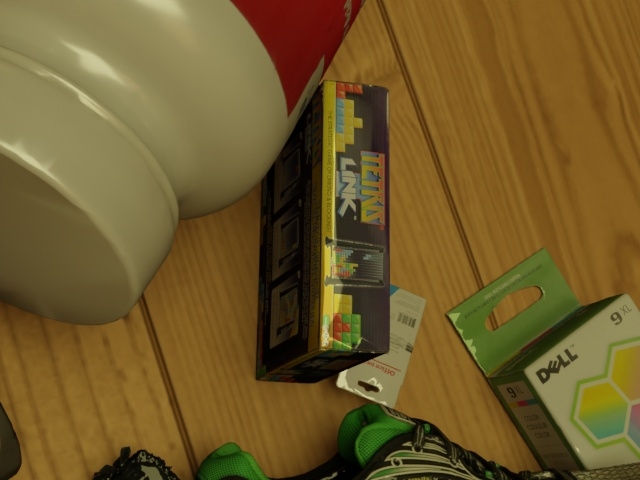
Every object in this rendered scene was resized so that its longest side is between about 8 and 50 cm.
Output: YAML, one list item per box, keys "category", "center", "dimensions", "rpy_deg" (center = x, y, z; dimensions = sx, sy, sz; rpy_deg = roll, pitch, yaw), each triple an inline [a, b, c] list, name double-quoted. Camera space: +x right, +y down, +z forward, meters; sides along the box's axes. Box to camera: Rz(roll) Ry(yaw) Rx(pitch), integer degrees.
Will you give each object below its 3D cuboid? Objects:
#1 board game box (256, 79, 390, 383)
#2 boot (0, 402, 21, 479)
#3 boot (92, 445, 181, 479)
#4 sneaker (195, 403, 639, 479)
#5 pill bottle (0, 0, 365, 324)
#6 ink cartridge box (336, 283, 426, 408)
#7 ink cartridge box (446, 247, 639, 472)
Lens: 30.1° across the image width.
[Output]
- category: "board game box"
  center: [0.000, 0.000, 0.777]
  dimensions: [0.048, 0.141, 0.170]
  rpy_deg: [6, 75, -19]
- category: "boot"
  center: [-0.376, 0.056, 0.627]
  dimensions: [0.284, 0.138, 0.377]
  rpy_deg: [-39, 98, -27]
- category: "boot"
  center: [-0.116, 0.198, 0.737]
  dimensions: [0.099, 0.045, 0.121]
  rpy_deg: [-36, 92, -30]
- category: "sneaker"
  center: [0.085, 0.171, 0.736]
  dimensions: [0.344, 0.134, 0.146]
  rpy_deg: [-5, 87, -11]
- category: "pill bottle"
  center: [-0.092, -0.163, 0.711]
  dimensions: [0.229, 0.229, 0.407]
  rpy_deg: [33, 60, -10]
- category: "ink cartridge box"
  center: [0.038, 0.073, 0.833]
  dimensions: [0.048, 0.028, 0.083]
  rpy_deg: [23, 69, -13]
- category: "ink cartridge box"
  center: [0.198, 0.110, 0.864]
  dimensions: [0.109, 0.062, 0.209]
  rpy_deg: [-32, 88, -24]
